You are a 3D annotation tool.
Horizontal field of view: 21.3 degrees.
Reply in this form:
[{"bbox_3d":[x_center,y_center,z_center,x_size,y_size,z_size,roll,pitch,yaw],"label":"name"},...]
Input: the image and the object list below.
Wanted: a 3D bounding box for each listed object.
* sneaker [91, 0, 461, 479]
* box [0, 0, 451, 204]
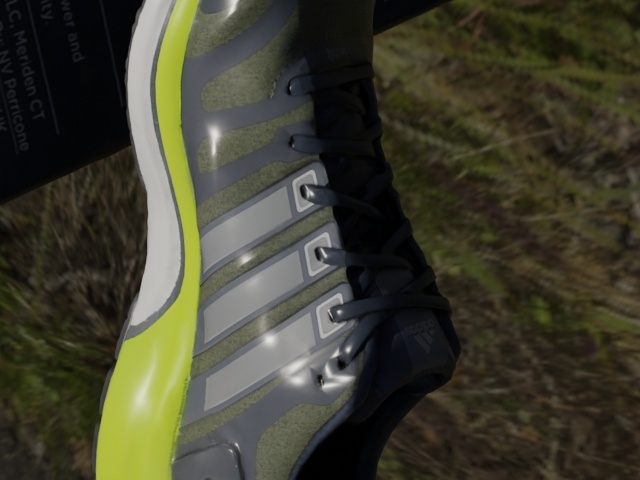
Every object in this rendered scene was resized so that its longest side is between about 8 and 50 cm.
[{"bbox_3d":[0.000,0.000,0.634,0.121,0.111,0.300,22,117,32],"label":"sneaker"},{"bbox_3d":[-0.117,-0.205,0.816,0.395,0.293,0.212,-28,124,-30],"label":"box"}]
